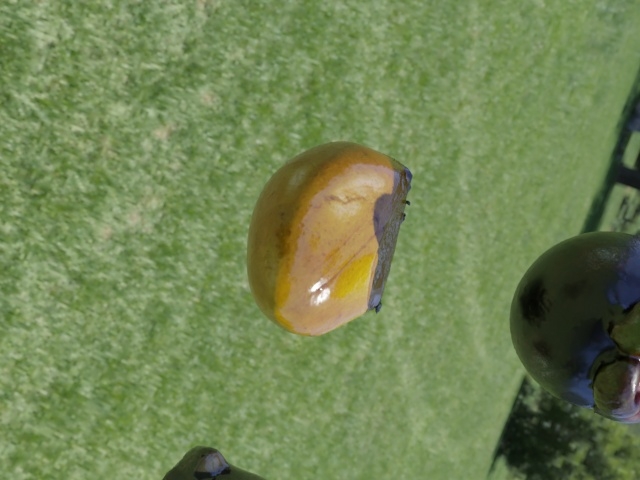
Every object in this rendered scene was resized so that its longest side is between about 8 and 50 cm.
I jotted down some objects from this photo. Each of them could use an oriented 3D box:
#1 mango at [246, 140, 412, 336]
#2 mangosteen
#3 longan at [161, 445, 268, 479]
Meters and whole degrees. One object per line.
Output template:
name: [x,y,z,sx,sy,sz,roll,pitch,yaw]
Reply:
mango: [0.000,0.000,0.971,0.257,0.138,0.187,-32,121,-60]
mangosteen: [0.299,0.090,0.956,0.210,0.209,0.210,-58,161,-32]
longan: [-0.108,0.313,0.945,0.159,0.184,0.205,173,-92,-80]
